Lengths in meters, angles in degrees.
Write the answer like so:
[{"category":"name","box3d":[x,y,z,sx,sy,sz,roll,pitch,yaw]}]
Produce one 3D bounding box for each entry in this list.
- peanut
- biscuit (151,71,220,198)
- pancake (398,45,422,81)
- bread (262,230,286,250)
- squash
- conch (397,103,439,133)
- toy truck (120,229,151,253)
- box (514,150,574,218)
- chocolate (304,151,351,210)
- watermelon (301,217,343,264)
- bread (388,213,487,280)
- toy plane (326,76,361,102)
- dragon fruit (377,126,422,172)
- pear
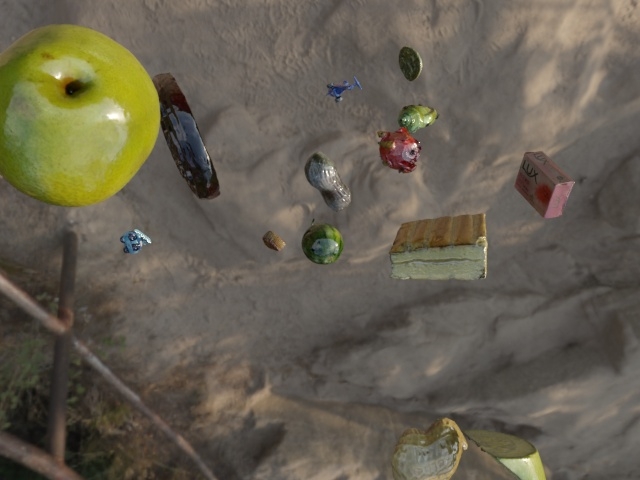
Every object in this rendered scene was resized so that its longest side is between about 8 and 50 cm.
[{"category":"peanut","box3d":[0.299,0.585,1.448,0.232,0.110,0.197,-19,110,-12]},{"category":"biscuit","box3d":[-0.425,-0.310,1.635,0.091,0.408,0.408,-23,144,-13]},{"category":"pancake","box3d":[0.271,-0.538,1.611,0.017,0.108,0.108,-22,147,-25]},{"category":"bread","box3d":[-0.163,0.006,1.839,0.053,0.085,0.085,-52,139,-4]},{"category":"squash","box3d":[0.475,0.573,1.316,0.203,0.155,0.237,3,178,-4]},{"category":"conch","box3d":[0.281,-0.358,1.550,0.200,0.094,0.080,-28,130,-37]},{"category":"toy truck","box3d":[-0.590,0.001,1.708,0.056,0.073,0.090,-11,-172,29]},{"category":"box","box3d":[0.568,-0.144,1.355,0.059,0.156,0.112,-10,132,-14]},{"category":"chocolate","box3d":[0.027,-0.190,1.772,0.110,0.110,0.248,-28,130,15]},{"category":"watermelon","box3d":[0.002,0.006,1.223,0.108,0.109,0.109,-11,143,-8]},{"category":"bread","box3d":[0.306,0.021,1.365,0.239,0.246,0.111,-6,107,18]},{"category":"toy plane","box3d":[0.059,-0.399,1.382,0.062,0.167,0.054,-36,110,-7]},{"category":"dragon fruit","box3d":[0.213,-0.237,1.382,0.112,0.127,0.068,-16,-176,-15]},{"category":"pear","box3d":[-0.265,-0.121,0.559,0.166,0.180,0.216,24,160,-27]}]
